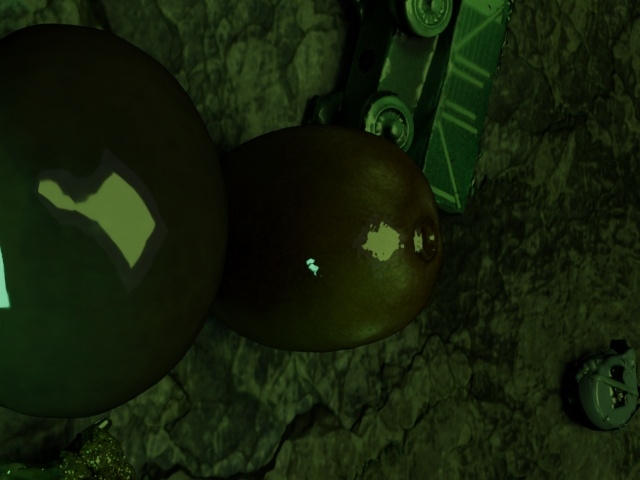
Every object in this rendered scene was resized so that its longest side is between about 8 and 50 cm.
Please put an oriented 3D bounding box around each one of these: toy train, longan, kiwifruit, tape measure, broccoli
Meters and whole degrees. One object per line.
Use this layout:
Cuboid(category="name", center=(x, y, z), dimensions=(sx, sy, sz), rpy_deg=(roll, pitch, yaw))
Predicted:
Cuboid(category="toy train", center=(0.086, -0.148, 1.790), dimensions=(0.154, 0.115, 0.269), rpy_deg=(24, 73, -37))
Cuboid(category="longan", center=(-0.187, -0.013, 1.435), dimensions=(0.300, 0.243, 0.300), rpy_deg=(13, 90, -81))
Cuboid(category="kiwifruit", center=(0.000, 0.000, 1.621), dimensions=(0.196, 0.234, 0.196), rpy_deg=(-6, 98, -48))
Cuboid(category="tape measure", center=(0.308, 0.162, 2.062), dimensions=(0.094, 0.054, 0.091), rpy_deg=(-26, 103, -44))
Cuboid(category="broccoli", center=(-0.202, 0.207, 1.512), dimensions=(0.120, 0.130, 0.131), rpy_deg=(20, 108, -3))
